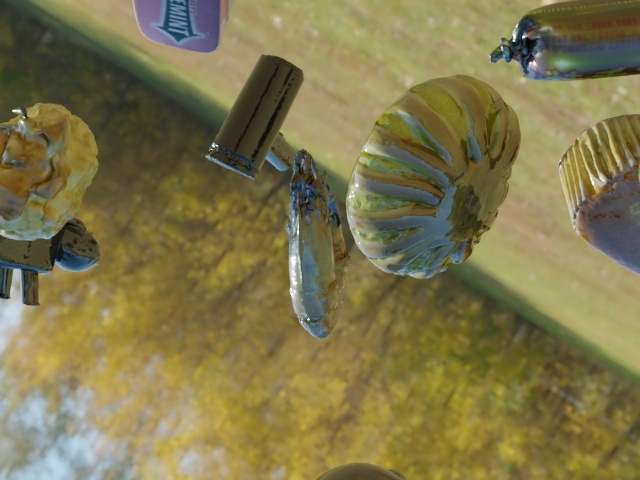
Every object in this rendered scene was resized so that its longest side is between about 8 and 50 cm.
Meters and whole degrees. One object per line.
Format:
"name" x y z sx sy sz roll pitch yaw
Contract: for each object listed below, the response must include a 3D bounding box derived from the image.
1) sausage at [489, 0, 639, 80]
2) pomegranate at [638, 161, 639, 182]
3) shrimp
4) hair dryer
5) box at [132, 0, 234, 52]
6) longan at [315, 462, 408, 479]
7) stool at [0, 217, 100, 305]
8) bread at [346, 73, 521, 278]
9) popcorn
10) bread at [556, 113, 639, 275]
"sausage" 0.391 -0.282 1.976 0.317 0.117 0.125 -7 160 -1
"pomegranate" 0.379 -0.054 1.423 0.122 0.162 0.122 -6 -158 2
"shrimp" -0.001 0.000 1.818 0.061 0.145 0.267 4 125 25
"hair dryer" -0.088 -0.177 2.358 0.089 0.197 0.251 23 171 16
"box" -0.122 -0.421 1.676 0.112 0.370 0.190 13 148 0
"longan" 0.112 0.594 2.726 0.361 0.361 0.361 31 180 0
"stool" -0.439 0.022 2.067 0.227 0.139 0.153 10 180 -2
"bread" 0.116 -0.058 1.403 0.104 0.213 0.213 40 -174 37
"popcorn" -0.346 -0.085 1.722 0.180 0.180 0.170 31 162 42
"bread" 0.501 -0.054 2.141 0.288 0.204 0.156 31 -144 -35
